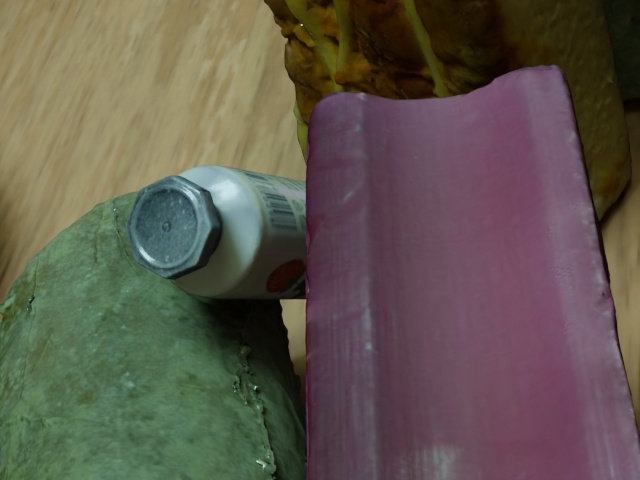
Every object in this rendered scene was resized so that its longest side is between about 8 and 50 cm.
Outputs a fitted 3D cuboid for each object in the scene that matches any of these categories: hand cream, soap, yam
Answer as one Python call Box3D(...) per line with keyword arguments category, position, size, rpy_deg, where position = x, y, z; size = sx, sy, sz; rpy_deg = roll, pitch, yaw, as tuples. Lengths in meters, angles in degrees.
Box3D(category="hand cream", position=(0.000, 0.000, 0.856), size=(0.095, 0.276, 0.059), rpy_deg=(42, 107, 25))
Box3D(category="soap", position=(0.071, 0.122, 0.674), size=(0.128, 0.233, 0.359), rpy_deg=(-10, 38, 8))
Box3D(category="yam", position=(-0.079, 0.118, 0.805), size=(0.168, 0.168, 0.304), rpy_deg=(-18, 39, 3))

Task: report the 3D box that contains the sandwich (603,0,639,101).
Box3D(category="sandwich", position=(0.269, -0.206, 0.956), size=(0.325, 0.262, 0.131), rpy_deg=(-5, 46, 20))

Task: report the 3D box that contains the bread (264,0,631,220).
Box3D(category="bread", position=(0.057, -0.126, 0.945), size=(0.185, 0.274, 0.114), rpy_deg=(14, 46, 36))
